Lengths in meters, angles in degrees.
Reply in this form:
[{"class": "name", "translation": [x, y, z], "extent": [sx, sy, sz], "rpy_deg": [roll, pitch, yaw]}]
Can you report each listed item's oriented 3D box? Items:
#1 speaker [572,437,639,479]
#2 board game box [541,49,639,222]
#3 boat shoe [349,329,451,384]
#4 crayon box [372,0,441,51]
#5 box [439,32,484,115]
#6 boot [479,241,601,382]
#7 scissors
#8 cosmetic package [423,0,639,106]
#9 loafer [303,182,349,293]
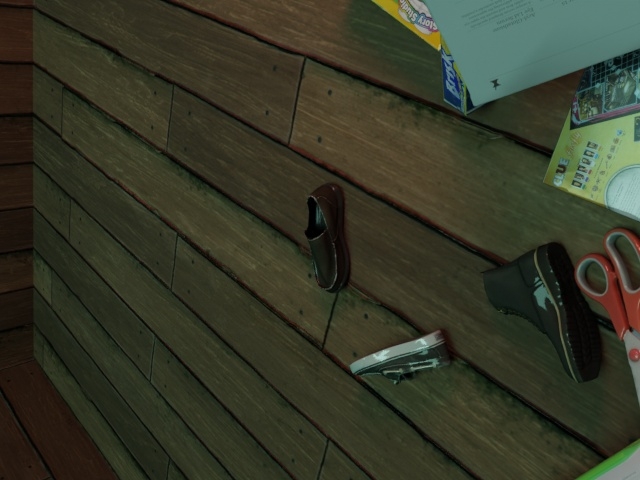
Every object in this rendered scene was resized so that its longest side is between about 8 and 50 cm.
[{"class": "speaker", "translation": [0.415, 0.353, 0.793], "extent": [0.131, 0.131, 0.296], "rpy_deg": [52, 131, 24]}, {"class": "board game box", "translation": [0.401, -0.157, 0.742], "extent": [0.165, 0.042, 0.243], "rpy_deg": [33, 122, 36]}, {"class": "boat shoe", "translation": [0.140, 0.226, 1.080], "extent": [0.219, 0.078, 0.070], "rpy_deg": [-30, 77, 44]}, {"class": "crayon box", "translation": [0.150, -0.429, 0.903], "extent": [0.278, 0.081, 0.165], "rpy_deg": [48, 130, 26]}, {"class": "box", "translation": [0.209, -0.266, 0.838], "extent": [0.054, 0.059, 0.168], "rpy_deg": [49, 164, 41]}, {"class": "boot", "translation": [0.322, 0.116, 0.880], "extent": [0.137, 0.077, 0.197], "rpy_deg": [-28, 66, 50]}, {"class": "scissors", "translation": [0.401, 0.124, 0.744], "extent": [0.109, 0.021, 0.297], "rpy_deg": [-46, 41, 45]}, {"class": "cosmetic package", "translation": [0.286, -0.332, 0.606], "extent": [0.378, 0.097, 0.284], "rpy_deg": [-15, 127, 31]}, {"class": "loafer", "translation": [0.000, 0.000, 1.165], "extent": [0.080, 0.078, 0.219], "rpy_deg": [3, 102, 45]}]
